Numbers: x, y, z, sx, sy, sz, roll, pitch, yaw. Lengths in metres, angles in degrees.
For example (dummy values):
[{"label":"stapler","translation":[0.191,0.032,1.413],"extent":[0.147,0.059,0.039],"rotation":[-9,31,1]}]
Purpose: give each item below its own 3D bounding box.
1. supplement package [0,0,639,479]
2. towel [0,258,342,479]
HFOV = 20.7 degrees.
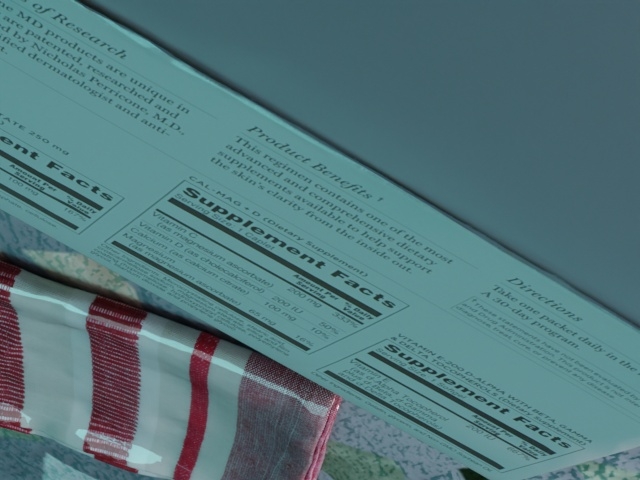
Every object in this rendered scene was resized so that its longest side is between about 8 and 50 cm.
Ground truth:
[{"label":"supplement package","translation":[0.020,-0.079,0.549],"extent":[0.262,0.204,0.145],"rotation":[30,153,-17]},{"label":"towel","translation":[-0.154,0.095,1.168],"extent":[0.329,0.037,0.237],"rotation":[20,152,3]}]
